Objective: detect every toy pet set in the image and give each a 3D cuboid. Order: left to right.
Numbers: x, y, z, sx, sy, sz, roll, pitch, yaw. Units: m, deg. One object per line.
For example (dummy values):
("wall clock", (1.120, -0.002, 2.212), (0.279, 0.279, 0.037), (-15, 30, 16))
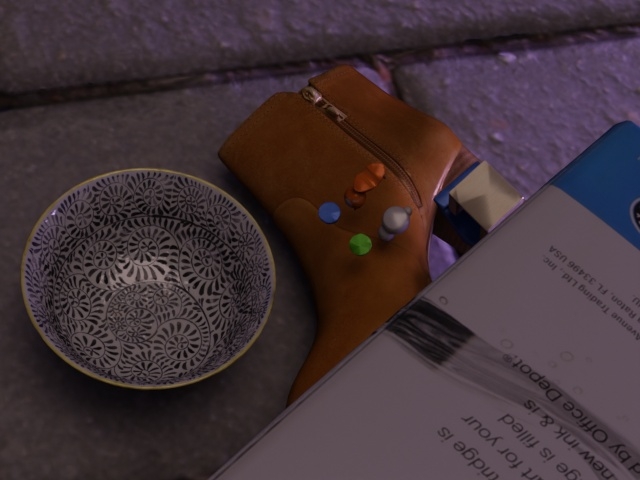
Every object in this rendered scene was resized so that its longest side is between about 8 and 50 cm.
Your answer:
("toy pet set", (0.081, -0.005, 0.941), (0.114, 0.065, 0.122), (-41, 74, -7))

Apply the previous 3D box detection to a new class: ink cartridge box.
("ink cartridge box", (0.135, 0.157, 0.722), (0.285, 0.166, 0.395), (43, 52, 14))

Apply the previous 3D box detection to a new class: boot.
("boot", (0.001, -0.001, 1.004), (0.211, 0.104, 0.295), (35, 54, 15))

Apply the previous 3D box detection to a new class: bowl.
("bowl", (-0.118, 0.042, 0.944), (0.170, 0.080, 0.170), (4, 58, -6))
